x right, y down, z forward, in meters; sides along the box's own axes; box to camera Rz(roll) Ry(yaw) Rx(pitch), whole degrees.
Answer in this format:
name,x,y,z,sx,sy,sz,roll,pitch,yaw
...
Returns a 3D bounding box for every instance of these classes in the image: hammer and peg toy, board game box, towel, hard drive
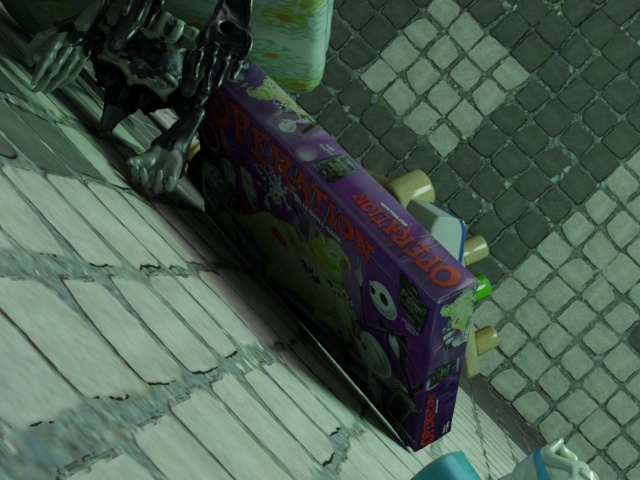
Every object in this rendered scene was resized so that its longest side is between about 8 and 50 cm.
name,x,y,z,sx,sy,sz,roll,pitch,yaw
hammer and peg toy,0.152,0.010,1.807,0.266,0.127,0.361,48,-23,50
board game box,0.000,0.000,1.028,0.347,0.056,0.208,47,-33,33
towel,-0.143,-0.245,1.036,0.320,0.090,0.374,12,-10,1
hard drive,0.125,0.065,1.442,0.040,0.210,0.319,7,5,-2

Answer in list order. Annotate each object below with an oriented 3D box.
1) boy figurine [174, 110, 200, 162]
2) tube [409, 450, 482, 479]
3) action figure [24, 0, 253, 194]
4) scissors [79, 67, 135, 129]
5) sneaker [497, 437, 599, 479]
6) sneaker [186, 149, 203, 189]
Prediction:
name,x,y,z,sx,sy,sz,roll,pitch,yaw
boy figurine,-0.103,-0.125,1.492,0.177,0.092,0.285,-16,55,-40
tube,0.126,0.225,0.714,0.207,0.052,0.080,53,13,25
action figure,-0.151,-0.134,0.949,0.164,0.141,0.275,36,-22,-10
scissors,-0.289,-0.215,1.231,0.297,0.021,0.109,49,2,38
sneaker,0.266,0.287,1.239,0.087,0.092,0.229,45,4,-24
sneaker,-0.081,-0.043,1.308,0.161,0.057,0.075,44,7,38
